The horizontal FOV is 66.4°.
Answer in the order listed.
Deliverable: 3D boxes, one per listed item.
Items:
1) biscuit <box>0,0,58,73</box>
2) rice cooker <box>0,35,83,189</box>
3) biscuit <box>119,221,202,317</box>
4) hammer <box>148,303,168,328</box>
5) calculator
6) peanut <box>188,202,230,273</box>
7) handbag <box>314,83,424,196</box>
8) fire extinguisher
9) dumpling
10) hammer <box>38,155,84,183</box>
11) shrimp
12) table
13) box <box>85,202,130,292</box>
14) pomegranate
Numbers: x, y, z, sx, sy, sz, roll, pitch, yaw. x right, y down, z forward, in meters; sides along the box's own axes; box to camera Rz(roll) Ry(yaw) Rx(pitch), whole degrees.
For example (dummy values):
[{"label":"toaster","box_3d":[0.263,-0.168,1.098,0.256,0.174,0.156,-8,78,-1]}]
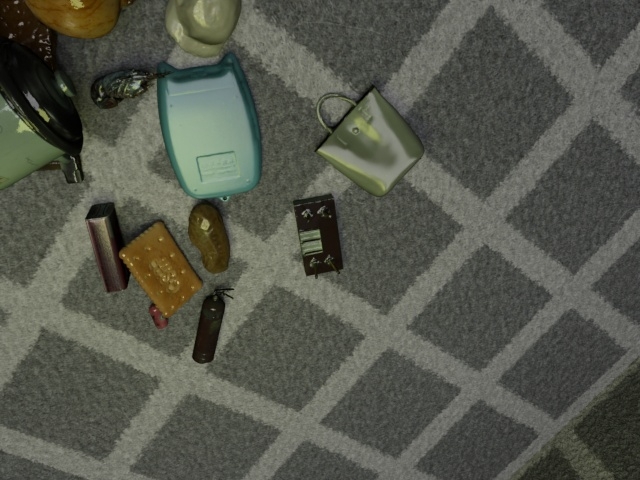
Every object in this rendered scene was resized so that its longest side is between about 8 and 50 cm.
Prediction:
[{"label":"biscuit","box_3d":[-0.805,-0.405,1.121,0.393,0.076,0.369,-7,105,-10]},{"label":"rice cooker","box_3d":[-0.650,-0.262,1.012,0.316,0.264,0.317,-15,138,-14]},{"label":"biscuit","box_3d":[-0.448,0.085,1.399,0.160,0.030,0.250,-46,124,-35]},{"label":"hammer","box_3d":[-0.497,0.233,1.502,0.043,0.043,0.084,-15,115,-4]},{"label":"calculator","box_3d":[-0.289,-0.282,1.303,0.255,0.054,0.387,-10,117,-6]},{"label":"peanut","box_3d":[-0.318,-0.003,1.403,0.108,0.095,0.226,-7,120,9]},{"label":"handbag","box_3d":[0.120,-0.284,1.358,0.315,0.109,0.241,39,101,-20]},{"label":"fire extinguisher","box_3d":[-0.335,0.259,1.529,0.089,0.072,0.268,13,111,-7]},{"label":"dumpling","box_3d":[-0.269,-0.553,1.141,0.162,0.132,0.250,11,122,-23]},{"label":"hammer","box_3d":[-0.805,-0.192,1.248,0.364,0.043,0.111,-5,115,-8]},{"label":"shrimp","box_3d":[-0.461,-0.382,1.194,0.232,0.090,0.079,-12,101,13]},{"label":"table","box_3d":[0.000,0.000,1.457,0.121,0.111,0.240,-12,116,-5]},{"label":"box","box_3d":[-0.581,0.020,1.346,0.068,0.120,0.224,-8,114,-12]},{"label":"pomegranate","box_3d":[-0.516,-0.560,1.039,0.247,0.248,0.249,-4,115,-9]}]
